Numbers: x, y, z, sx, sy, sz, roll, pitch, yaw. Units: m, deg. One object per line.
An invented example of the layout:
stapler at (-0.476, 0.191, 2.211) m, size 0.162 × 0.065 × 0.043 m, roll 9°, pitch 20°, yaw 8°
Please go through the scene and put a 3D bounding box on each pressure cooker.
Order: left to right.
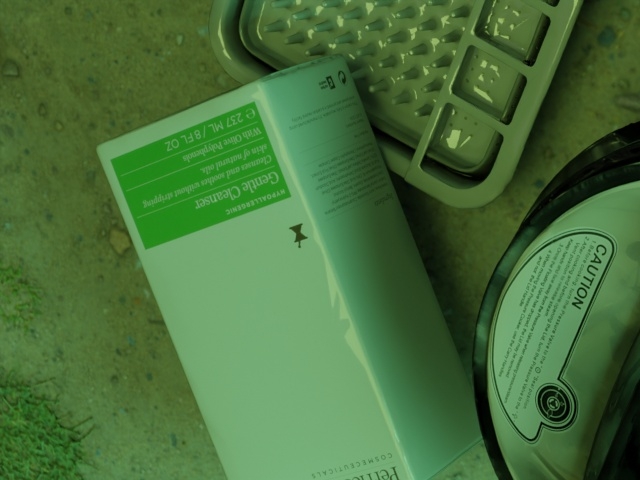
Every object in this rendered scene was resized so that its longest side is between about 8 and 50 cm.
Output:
pressure cooker at (0.318, 0.079, 1.366) m, size 0.375 × 0.420 × 0.370 m, roll -18°, pitch 94°, yaw 35°

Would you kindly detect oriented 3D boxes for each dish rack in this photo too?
dish rack at (0.074, -0.216, 1.655) m, size 0.333 × 0.072 × 0.286 m, roll 31°, pitch 118°, yaw 22°

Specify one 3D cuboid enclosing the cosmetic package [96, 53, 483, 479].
cosmetic package at (-0.021, 0.045, 1.658) m, size 0.197 × 0.155 × 0.366 m, roll -21°, pitch 92°, yaw 33°
